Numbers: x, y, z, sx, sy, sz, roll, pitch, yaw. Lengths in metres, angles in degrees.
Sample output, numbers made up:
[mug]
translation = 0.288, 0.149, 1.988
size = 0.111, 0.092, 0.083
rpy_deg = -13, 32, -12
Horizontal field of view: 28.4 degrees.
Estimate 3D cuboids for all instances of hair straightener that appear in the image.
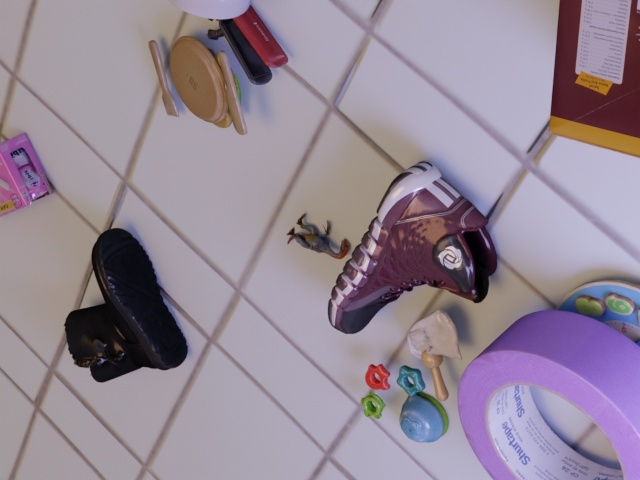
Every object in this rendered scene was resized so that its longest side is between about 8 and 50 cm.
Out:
[hair straightener]
translation = -0.136, -0.291, 1.626
size = 0.230, 0.047, 0.089
rpy_deg = 52, 136, 6

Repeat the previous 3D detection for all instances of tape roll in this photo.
[tape roll]
translation = 0.294, 0.218, 1.470
size = 0.275, 0.090, 0.274
rpy_deg = 30, 140, 29

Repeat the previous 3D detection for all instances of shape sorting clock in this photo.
[shape sorting clock]
translation = 0.350, 0.141, 1.452
size = 0.206, 0.040, 0.206
rpy_deg = 20, 125, 32

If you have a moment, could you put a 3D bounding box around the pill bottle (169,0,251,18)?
[pill bottle]
translation = -0.107, -0.400, 1.465
size = 0.152, 0.152, 0.272
rpy_deg = 36, 133, 21

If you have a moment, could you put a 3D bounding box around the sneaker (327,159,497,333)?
[sneaker]
translation = 0.119, 0.050, 1.559
size = 0.162, 0.106, 0.281
rpy_deg = 37, 132, 15

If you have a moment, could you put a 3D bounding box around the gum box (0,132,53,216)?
[gum box]
translation = -0.522, -0.097, 2.059
size = 0.188, 0.062, 0.107
rpy_deg = -16, 102, 45

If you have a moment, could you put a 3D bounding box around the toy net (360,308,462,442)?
[toy net]
translation = 0.128, 0.166, 1.659
size = 0.122, 0.045, 0.232
rpy_deg = 34, 130, 24

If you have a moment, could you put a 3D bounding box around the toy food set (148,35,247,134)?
[toy food set]
translation = -0.154, -0.213, 1.691
size = 0.192, 0.039, 0.132
rpy_deg = 19, 130, 49

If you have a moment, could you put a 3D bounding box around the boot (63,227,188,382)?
[boot]
translation = -0.339, 0.110, 1.993
size = 0.207, 0.094, 0.246
rpy_deg = -12, 111, 40

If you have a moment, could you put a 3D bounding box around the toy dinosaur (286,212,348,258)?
[toy dinosaur]
translation = 0.000, 0.000, 1.694
size = 0.082, 0.047, 0.090
rpy_deg = 38, 167, 7

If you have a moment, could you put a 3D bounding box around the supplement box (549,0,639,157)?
[supplement box]
translation = 0.339, -0.188, 1.212
size = 0.191, 0.129, 0.194
rpy_deg = 19, 125, 32
